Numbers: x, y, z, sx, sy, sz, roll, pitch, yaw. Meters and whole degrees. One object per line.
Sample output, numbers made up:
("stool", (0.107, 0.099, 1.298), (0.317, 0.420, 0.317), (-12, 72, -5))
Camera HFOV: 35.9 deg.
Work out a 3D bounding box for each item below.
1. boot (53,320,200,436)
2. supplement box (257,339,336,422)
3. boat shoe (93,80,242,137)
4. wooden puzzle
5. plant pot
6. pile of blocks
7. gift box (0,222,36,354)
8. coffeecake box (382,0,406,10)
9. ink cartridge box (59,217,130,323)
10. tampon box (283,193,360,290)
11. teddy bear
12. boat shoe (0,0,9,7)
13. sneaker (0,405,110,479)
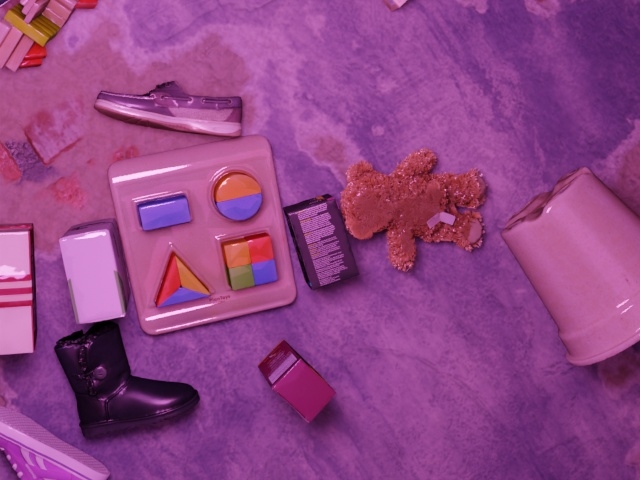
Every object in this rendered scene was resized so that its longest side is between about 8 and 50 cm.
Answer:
("boot", (-0.376, 0.255, 1.920), (0.246, 0.094, 0.207), (-13, 103, -4))
("supplement box", (-0.049, 0.274, 1.946), (0.081, 0.188, 0.104), (-46, 103, -5))
("boat shoe", (-0.285, -0.258, 1.884), (0.285, 0.103, 0.092), (8, 89, -17))
("wooden puzzle", (-0.225, -0.011, 1.931), (0.322, 0.080, 0.348), (-12, 99, -10))
("plant pot", (0.545, 0.031, 2.005), (0.333, 0.334, 0.305), (-39, 92, -6))
("pile of blocks", (-0.467, -0.446, 1.794), (0.112, 0.149, 0.362), (34, 88, -13))
("gift box", (-0.644, 0.105, 1.766), (0.258, 0.255, 0.277), (-1, 90, -14))
("coffeecake box", (0.166, -0.574, 1.959), (0.185, 0.068, 0.142), (-46, 102, -5))
("ink cartridge box", (-0.413, 0.051, 1.828), (0.092, 0.219, 0.160), (-11, 98, -8))
("tampon box", (0.000, 0.000, 1.958), (0.101, 0.120, 0.161), (-18, 100, -5))
("teddy bear", (0.192, -0.069, 2.015), (0.337, 0.113, 0.245), (-15, 107, -18))
("boat shoe", (-0.658, -0.450, 1.787), (0.254, 0.079, 0.095), (-19, 100, -10))
("sneaker", (-0.566, 0.444, 1.901), (0.282, 0.102, 0.161), (37, 91, -14))
